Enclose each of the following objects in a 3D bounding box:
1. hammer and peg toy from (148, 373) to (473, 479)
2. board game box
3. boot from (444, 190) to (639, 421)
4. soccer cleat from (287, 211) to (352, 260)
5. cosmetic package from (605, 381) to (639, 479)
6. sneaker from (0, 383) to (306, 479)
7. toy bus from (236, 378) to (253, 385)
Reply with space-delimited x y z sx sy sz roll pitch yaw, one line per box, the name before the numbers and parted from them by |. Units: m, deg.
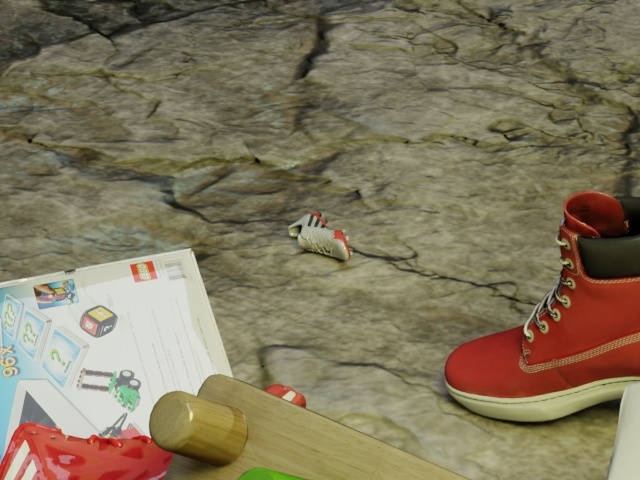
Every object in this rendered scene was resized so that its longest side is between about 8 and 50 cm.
hammer and peg toy | 0.013 0.245 1.056 0.361 0.266 0.127 20 -2 42
board game box | -0.142 0.152 1.320 0.193 0.053 0.305 -10 55 -14
boot | 0.174 0.042 1.428 0.244 0.176 0.088 -12 36 34
soccer cleat | 0.000 0.000 1.714 0.035 0.029 0.083 -23 32 -17
cosmetic package | 0.377 0.154 1.105 0.385 0.217 0.156 -16 24 26
sneaker | -0.121 0.135 1.248 0.128 0.087 0.221 42 58 20
toy bus | -0.162 0.114 1.450 0.191 0.104 0.202 6 31 13
